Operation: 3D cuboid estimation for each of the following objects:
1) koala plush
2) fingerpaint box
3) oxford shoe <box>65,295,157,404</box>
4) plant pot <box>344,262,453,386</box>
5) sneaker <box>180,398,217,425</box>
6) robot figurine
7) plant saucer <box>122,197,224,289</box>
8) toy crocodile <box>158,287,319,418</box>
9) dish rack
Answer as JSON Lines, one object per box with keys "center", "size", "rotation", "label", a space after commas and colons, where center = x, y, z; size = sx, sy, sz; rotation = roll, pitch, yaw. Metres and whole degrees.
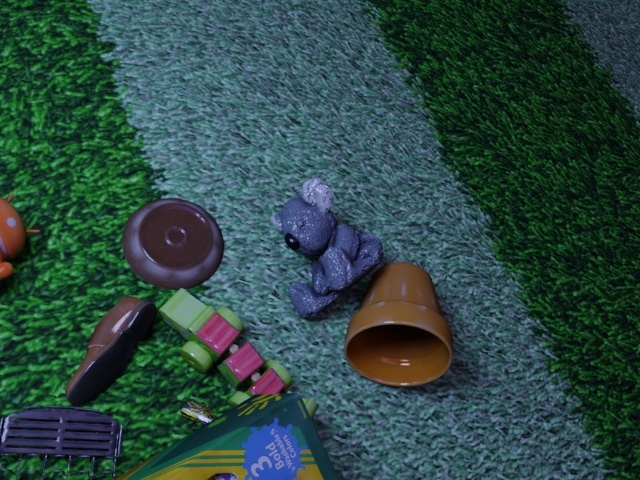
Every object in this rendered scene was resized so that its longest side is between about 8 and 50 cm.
{"center": [0.000, 0.000, 1.283], "size": [0.221, 0.196, 0.203], "rotation": [51, 48, 7], "label": "koala plush"}
{"center": [-0.114, 0.506, 0.928], "size": [0.371, 0.163, 0.444], "rotation": [-24, 90, -35], "label": "fingerpaint box"}
{"center": [-0.376, 0.188, 1.117], "size": [0.076, 0.076, 0.212], "rotation": [20, 58, 23], "label": "oxford shoe"}
{"center": [0.157, 0.154, 1.270], "size": [0.205, 0.205, 0.188], "rotation": [21, 44, -11], "label": "plant pot"}
{"center": [-0.205, 0.306, 1.137], "size": [0.083, 0.031, 0.035], "rotation": [25, 59, -9], "label": "sneaker"}
{"center": [-0.597, 0.000, 1.072], "size": [0.219, 0.128, 0.158], "rotation": [-33, 38, -30], "label": "robot figurine"}
{"center": [-0.283, -0.002, 1.250], "size": [0.199, 0.036, 0.198], "rotation": [9, 62, -18], "label": "plant saucer"}
{"center": [-0.150, 0.218, 1.158], "size": [0.340, 0.105, 0.115], "rotation": [45, 58, 4], "label": "toy crocodile"}
{"center": [-0.410, 0.390, 0.985], "size": [0.208, 0.074, 0.271], "rotation": [11, 61, -24], "label": "dish rack"}
